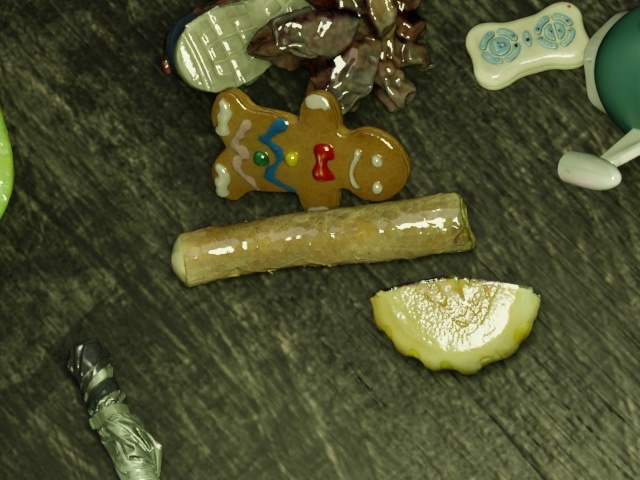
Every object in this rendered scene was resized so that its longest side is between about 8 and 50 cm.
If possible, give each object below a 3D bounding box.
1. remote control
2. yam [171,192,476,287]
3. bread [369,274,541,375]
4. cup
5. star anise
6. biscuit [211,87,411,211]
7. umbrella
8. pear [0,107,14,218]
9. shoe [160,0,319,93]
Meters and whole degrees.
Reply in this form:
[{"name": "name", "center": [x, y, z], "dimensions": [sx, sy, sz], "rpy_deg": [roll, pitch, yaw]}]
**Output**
[{"name": "remote control", "center": [0.211, -0.198, 1.943], "dimensions": [0.122, 0.032, 0.074], "rpy_deg": [-16, 64, 2]}, {"name": "yam", "center": [0.000, 0.000, 1.875], "dimensions": [0.300, 0.066, 0.066], "rpy_deg": [-8, 65, 8]}, {"name": "bread", "center": [0.133, 0.081, 1.804], "dimensions": [0.157, 0.083, 0.094], "rpy_deg": [-15, 67, 5]}, {"name": "cup", "center": [0.339, -0.156, 1.818], "dimensions": [0.300, 0.167, 0.173], "rpy_deg": [-43, 24, -11]}, {"name": "star anise", "center": [0.027, -0.225, 1.911], "dimensions": [0.214, 0.099, 0.220], "rpy_deg": [-24, 96, -29]}, {"name": "biscuit", "center": [-0.012, -0.083, 1.882], "dimensions": [0.205, 0.138, 0.031], "rpy_deg": [11, 29, 14]}, {"name": "umbrella", "center": [-0.192, 0.177, 1.835], "dimensions": [0.050, 0.046, 0.188], "rpy_deg": [-43, 60, 31]}, {"name": "pear", "center": [-0.426, -0.071, 1.947], "dimensions": [0.239, 0.139, 0.288], "rpy_deg": [34, 71, 6]}, {"name": "shoe", "center": [-0.076, -0.214, 1.979], "dimensions": [0.227, 0.125, 0.099], "rpy_deg": [-32, 99, -31]}]
